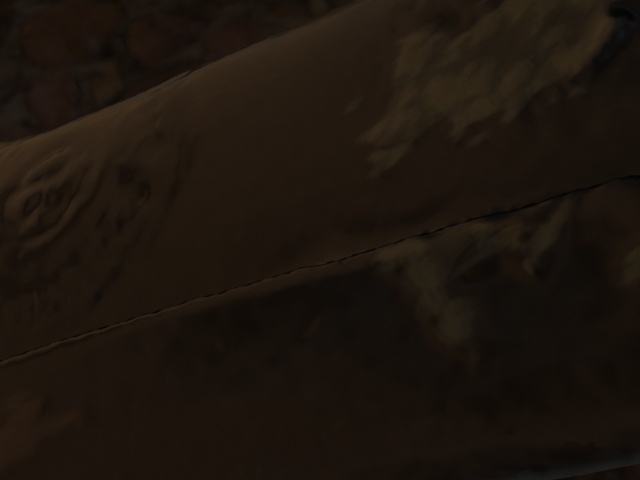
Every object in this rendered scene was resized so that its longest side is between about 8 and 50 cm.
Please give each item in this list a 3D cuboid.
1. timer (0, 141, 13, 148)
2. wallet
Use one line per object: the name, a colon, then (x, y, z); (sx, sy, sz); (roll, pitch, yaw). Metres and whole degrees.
timer: (-0.223, 0.108, 1.069); (0.387, 0.376, 0.376); (-31, 103, -65)
wallet: (0.000, 0.000, 0.455); (0.044, 0.321, 0.170); (36, 45, -44)
